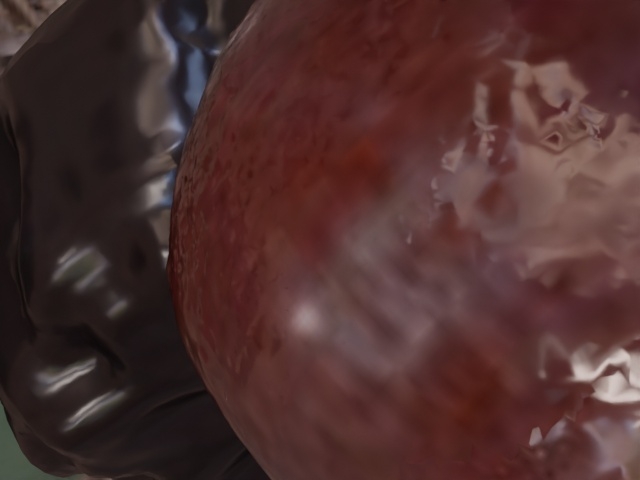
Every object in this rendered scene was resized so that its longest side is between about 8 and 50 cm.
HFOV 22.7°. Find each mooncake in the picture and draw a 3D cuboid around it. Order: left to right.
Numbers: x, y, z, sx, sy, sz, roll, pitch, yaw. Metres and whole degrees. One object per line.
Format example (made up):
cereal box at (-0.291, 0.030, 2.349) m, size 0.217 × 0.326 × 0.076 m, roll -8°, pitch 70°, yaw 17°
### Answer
mooncake at (0.000, 0.000, 0.637) m, size 0.283 × 0.283 × 0.141 m, roll 26°, pitch 35°, yaw -52°

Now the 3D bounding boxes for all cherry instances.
cherry at (0.106, -0.008, 0.408) m, size 0.236 × 0.285 × 0.213 m, roll -91°, pitch -171°, yaw -49°

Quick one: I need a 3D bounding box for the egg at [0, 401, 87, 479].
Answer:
egg at (-0.215, 0.040, 0.893) m, size 0.283 × 0.203 × 0.203 m, roll 49°, pitch 47°, yaw -39°
